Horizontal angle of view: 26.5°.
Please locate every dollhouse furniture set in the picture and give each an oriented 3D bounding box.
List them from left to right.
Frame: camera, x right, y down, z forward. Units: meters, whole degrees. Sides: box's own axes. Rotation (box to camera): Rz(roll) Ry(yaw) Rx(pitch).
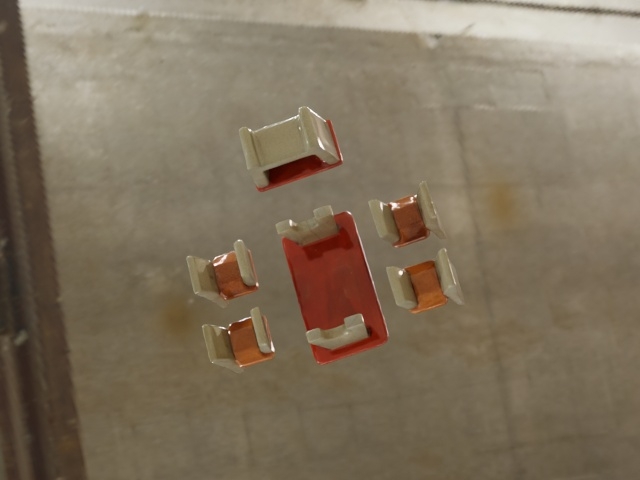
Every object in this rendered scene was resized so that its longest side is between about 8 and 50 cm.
[{"bbox_3d":[0.000,0.000,1.447,0.135,0.262,0.259,45,-152,-70],"label":"dollhouse furniture set"}]
